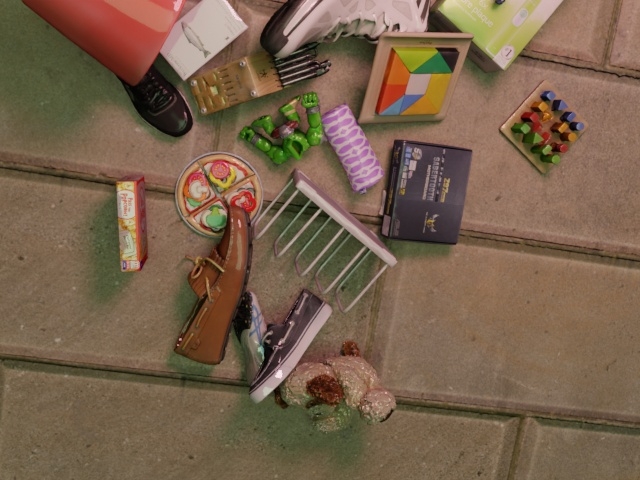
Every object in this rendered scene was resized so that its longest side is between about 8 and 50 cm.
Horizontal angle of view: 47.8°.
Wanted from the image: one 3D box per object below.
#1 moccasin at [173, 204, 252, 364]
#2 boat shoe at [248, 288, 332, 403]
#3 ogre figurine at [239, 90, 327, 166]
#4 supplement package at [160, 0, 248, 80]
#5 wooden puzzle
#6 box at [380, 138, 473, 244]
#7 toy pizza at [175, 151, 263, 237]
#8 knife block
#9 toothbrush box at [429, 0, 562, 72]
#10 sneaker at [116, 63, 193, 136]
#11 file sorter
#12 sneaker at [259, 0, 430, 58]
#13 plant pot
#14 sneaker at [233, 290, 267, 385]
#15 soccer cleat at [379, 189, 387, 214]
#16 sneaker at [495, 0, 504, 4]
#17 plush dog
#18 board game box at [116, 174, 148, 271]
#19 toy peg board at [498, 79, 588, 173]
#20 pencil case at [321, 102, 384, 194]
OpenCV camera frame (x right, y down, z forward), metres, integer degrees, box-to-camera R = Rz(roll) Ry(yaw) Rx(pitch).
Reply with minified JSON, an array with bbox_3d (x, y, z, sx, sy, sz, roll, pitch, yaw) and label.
[{"bbox_3d":[-0.247,0.098,1.644,0.147,0.139,0.380,15,112,-12],"label":"moccasin"},{"bbox_3d":[-0.088,0.233,1.651,0.102,0.108,0.301,41,59,-4],"label":"boat shoe"},{"bbox_3d":[-0.074,-0.241,1.618,0.197,0.097,0.118,-30,109,3],"label":"ogre figurine"},{"bbox_3d":[-0.259,-0.440,1.551,0.179,0.105,0.105,-40,109,1],"label":"supplement package"},{"bbox_3d":[0.208,-0.346,1.579,0.221,0.044,0.238,-6,138,-21],"label":"wooden puzzle"},{"bbox_3d":[0.248,-0.111,1.691,0.184,0.059,0.232,5,100,-21],"label":"box"},{"bbox_3d":[-0.231,-0.103,1.657,0.201,0.032,0.201,-1,101,-7],"label":"toy pizza"},{"bbox_3d":[-0.121,-0.369,1.608,0.276,0.242,0.088,-9,105,40],"label":"knife block"},{"bbox_3d":[0.408,-0.550,1.614,0.206,0.122,0.283,40,92,-12],"label":"toothbrush box"},{"bbox_3d":[-0.384,-0.337,1.546,0.107,0.124,0.283,-38,103,1],"label":"sneaker"},{"bbox_3d":[0.000,0.000,1.628,0.278,0.193,0.173,40,96,-13],"label":"file sorter"},{"bbox_3d":[0.091,-0.462,1.509,0.447,0.169,0.257,-48,109,-25],"label":"sneaker"},{"bbox_3d":[-0.394,-0.464,1.337,0.243,0.275,0.275,26,96,-23],"label":"plant pot"},{"bbox_3d":[-0.148,0.233,1.715,0.086,0.085,0.237,-14,97,-38],"label":"sneaker"},{"bbox_3d":[0.154,-0.078,1.716,0.036,0.029,0.083,-16,107,-9],"label":"soccer cleat"},{"bbox_3d":[0.391,-0.565,1.527,0.058,0.052,0.135,22,88,0],"label":"sneaker"},{"bbox_3d":[0.014,0.336,1.676,0.225,0.262,0.210,6,70,-39],"label":"plush dog"},{"bbox_3d":[-0.412,-0.041,1.586,0.045,0.147,0.193,-2,101,-7],"label":"board game box"},{"bbox_3d":[0.541,-0.266,1.706,0.161,0.079,0.160,42,93,-13],"label":"toy peg board"},{"bbox_3d":[0.068,-0.211,1.655,0.088,0.086,0.206,-17,106,40],"label":"pencil case"}]
